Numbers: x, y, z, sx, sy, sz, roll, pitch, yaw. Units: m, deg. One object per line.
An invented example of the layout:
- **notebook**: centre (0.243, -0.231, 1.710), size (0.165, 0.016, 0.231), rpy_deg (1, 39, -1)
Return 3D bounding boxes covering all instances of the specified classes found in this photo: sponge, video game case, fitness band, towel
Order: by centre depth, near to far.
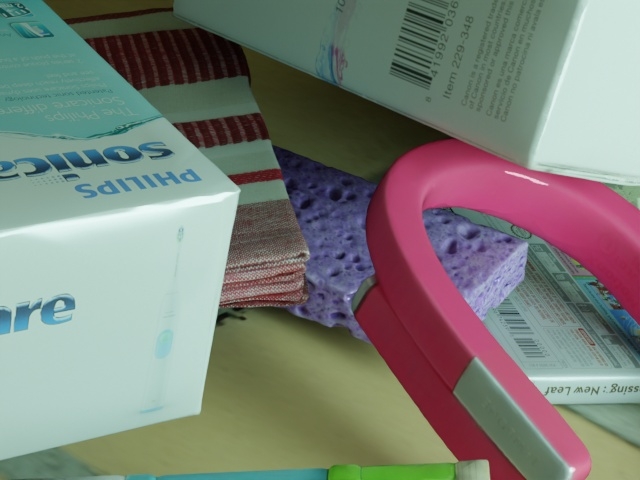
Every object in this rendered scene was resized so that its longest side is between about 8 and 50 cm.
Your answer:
- **fitness band**: centre (0.138, 0.060, 1.001), size (0.209, 0.054, 0.291), rpy_deg (-8, 51, -42)
- **towel**: centre (-0.146, -0.045, 1.098), size (0.237, 0.037, 0.329), rpy_deg (-7, 31, -7)
- **sponge**: centre (0.000, 0.000, 1.103), size (0.210, 0.031, 0.117), rpy_deg (21, 35, 22)
- **video game case**: centre (0.159, 0.030, 1.160), size (0.193, 0.023, 0.212), rpy_deg (1, 30, -22)

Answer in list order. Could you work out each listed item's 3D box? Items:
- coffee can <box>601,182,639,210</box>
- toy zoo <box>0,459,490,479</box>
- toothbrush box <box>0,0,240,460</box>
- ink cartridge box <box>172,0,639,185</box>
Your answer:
- **coffee can**: centre (0.156, -0.177, 1.239), size (0.201, 0.201, 0.275), rpy_deg (-9, 49, -36)
- **toy zoo**: centre (-0.076, 0.153, 0.758), size (0.293, 0.030, 0.192), rpy_deg (-3, 25, 3)
- **toothbrush box**: centre (-0.207, -0.028, 0.885), size (0.216, 0.126, 0.295), rpy_deg (-11, 36, -34)
- **ink cartridge box**: centre (0.078, -0.185, 1.084), size (0.131, 0.226, 0.306), rpy_deg (5, 17, -44)
